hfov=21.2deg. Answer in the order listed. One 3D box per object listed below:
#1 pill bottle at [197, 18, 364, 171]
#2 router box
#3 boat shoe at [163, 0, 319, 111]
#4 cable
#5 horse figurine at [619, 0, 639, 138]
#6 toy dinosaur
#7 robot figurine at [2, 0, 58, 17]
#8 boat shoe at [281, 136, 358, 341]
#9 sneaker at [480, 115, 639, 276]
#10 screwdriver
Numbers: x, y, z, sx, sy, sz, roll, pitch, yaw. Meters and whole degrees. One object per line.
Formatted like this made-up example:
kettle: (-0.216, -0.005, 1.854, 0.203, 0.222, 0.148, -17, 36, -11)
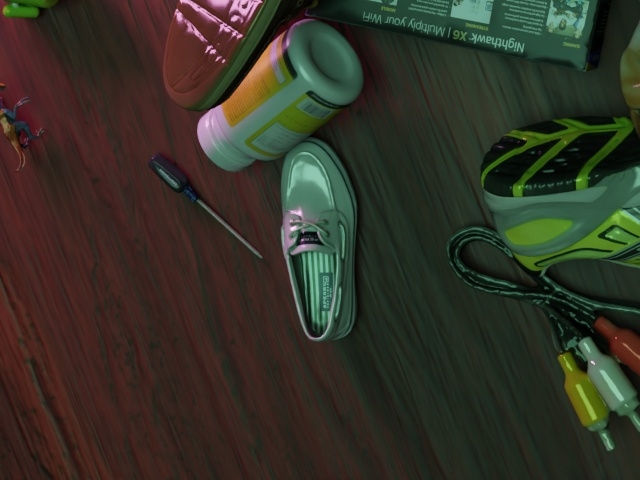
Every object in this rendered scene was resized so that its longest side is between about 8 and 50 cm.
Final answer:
pill bottle: (-0.048, -0.149, 1.829, 0.184, 0.103, 0.103, -34, 87, 38)
router box: (0.157, -0.322, 1.764, 0.309, 0.081, 0.243, 14, 102, 15)
boat shoe: (-0.034, -0.273, 1.725, 0.123, 0.123, 0.342, 36, 102, 43)
cable: (0.259, 0.075, 1.795, 0.139, 0.072, 0.287, -45, 83, 13)
horse figurine: (0.352, -0.191, 1.649, 0.174, 0.066, 0.263, 4, 78, 47)
toy dinosaur: (-0.356, -0.140, 1.959, 0.047, 0.090, 0.082, -25, 134, 29)
robot figurine: (-0.333, -0.300, 1.930, 0.115, 0.067, 0.101, 12, 106, 16)
boat shoe: (0.000, 0.000, 1.863, 0.083, 0.076, 0.226, -10, 95, 18)
sneaker: (0.362, -0.054, 1.732, 0.385, 0.145, 0.147, -4, 129, 15)
screwdriver: (-0.131, -0.035, 1.930, 0.025, 0.024, 0.170, -43, 86, -11)
